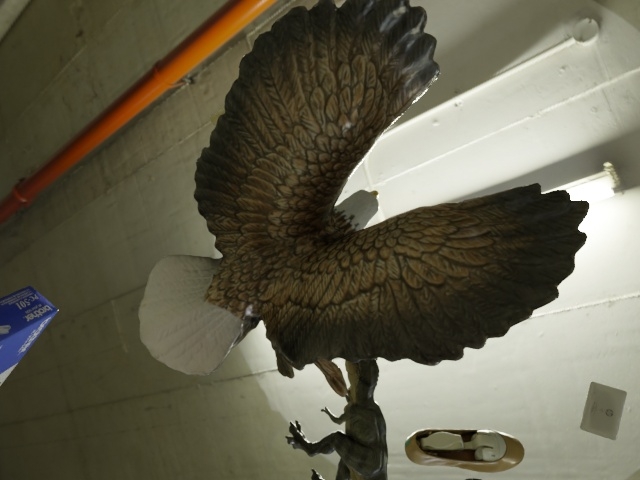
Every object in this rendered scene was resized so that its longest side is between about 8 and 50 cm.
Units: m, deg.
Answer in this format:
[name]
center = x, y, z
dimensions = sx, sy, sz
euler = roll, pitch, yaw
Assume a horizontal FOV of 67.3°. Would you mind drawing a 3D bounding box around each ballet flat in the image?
[ballet flat]
center = 0.279, 0.396, 0.915
dimensions = 0.232, 0.080, 0.073
euler = -2, -43, 0

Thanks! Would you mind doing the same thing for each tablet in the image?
[tablet]
center = 0.469, 0.282, 0.797
dimensions = 0.054, 0.006, 0.083
euler = 13, -90, 24

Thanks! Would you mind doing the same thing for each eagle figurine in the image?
[eagle figurine]
center = 0.004, -0.008, 0.387
dimensions = 0.298, 0.226, 0.225
euler = -47, -154, 51

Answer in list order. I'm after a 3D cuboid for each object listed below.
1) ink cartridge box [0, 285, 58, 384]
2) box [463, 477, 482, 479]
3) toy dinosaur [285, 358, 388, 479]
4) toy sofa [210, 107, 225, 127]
[ink cartridge box]
center = -0.382, 0.146, 0.518
dimensions = 0.046, 0.097, 0.207
euler = 42, -73, -2
[box]
center = 0.201, 0.580, 0.738
dimensions = 0.295, 0.073, 0.293
euler = -39, -131, 15
[toy dinosaur]
center = 0.033, 0.251, 0.557
dimensions = 0.118, 0.064, 0.268
euler = -12, -89, 18
[toy sofa]
center = -0.090, -0.120, 0.888
dimensions = 0.150, 0.177, 0.362
euler = -27, -115, 14
